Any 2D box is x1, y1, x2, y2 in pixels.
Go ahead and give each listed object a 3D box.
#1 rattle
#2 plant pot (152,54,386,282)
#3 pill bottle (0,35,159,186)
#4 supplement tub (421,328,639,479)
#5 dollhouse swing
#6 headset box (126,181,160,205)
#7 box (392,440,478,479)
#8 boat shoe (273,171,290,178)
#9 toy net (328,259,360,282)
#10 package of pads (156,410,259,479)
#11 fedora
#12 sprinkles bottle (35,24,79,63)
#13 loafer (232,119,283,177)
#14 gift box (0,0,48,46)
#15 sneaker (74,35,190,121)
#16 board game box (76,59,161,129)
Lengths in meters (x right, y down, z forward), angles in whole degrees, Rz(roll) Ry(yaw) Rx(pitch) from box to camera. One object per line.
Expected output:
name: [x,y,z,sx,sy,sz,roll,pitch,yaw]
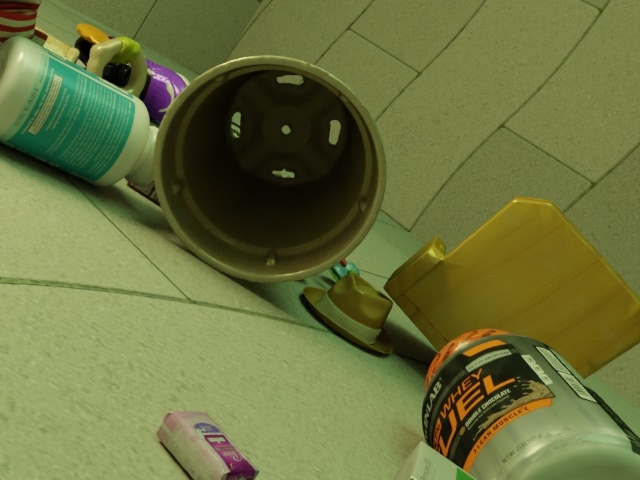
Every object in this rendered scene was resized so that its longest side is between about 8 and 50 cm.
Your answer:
rattle: [-0.396,-0.276,1.586,0.143,0.199,0.130,15,35,19]
plant pot: [-0.065,-0.143,1.376,0.334,0.334,0.305,33,18,-8]
pill bottle: [-0.349,-0.169,1.251,0.264,0.146,0.146,27,12,-37]
supplement tub: [0.238,0.239,1.010,0.207,0.207,0.338,31,10,-15]
dollhouse swing: [0.339,0.103,1.503,0.347,0.305,0.315,48,11,2]
headset box: [-0.277,-0.091,1.439,0.083,0.032,0.062,32,9,-6]
box: [0.093,0.255,0.776,0.087,0.102,0.101,33,11,7]
boat shoe: [-0.119,-0.077,1.598,0.355,0.130,0.132,39,11,28]
toy net: [0.000,0.000,1.637,0.232,0.045,0.122,54,7,-1]
package of pads: [-0.096,0.179,0.735,0.083,0.032,0.050,40,14,32]
fedora: [0.062,0.108,1.449,0.194,0.079,0.194,32,10,-7]
sprinkles bottle: [-0.594,-0.369,1.485,0.355,0.121,0.121,31,10,-18]
loafer: [-0.145,-0.139,1.793,0.267,0.096,0.084,49,34,-11]
gift box: [-0.517,-0.390,1.222,0.255,0.276,0.258,-2,65,-31]
sneaker: [-0.373,-0.313,1.667,0.293,0.102,0.146,36,17,33]
board game box: [-0.394,-0.273,1.836,0.318,0.066,0.319,41,12,35]
